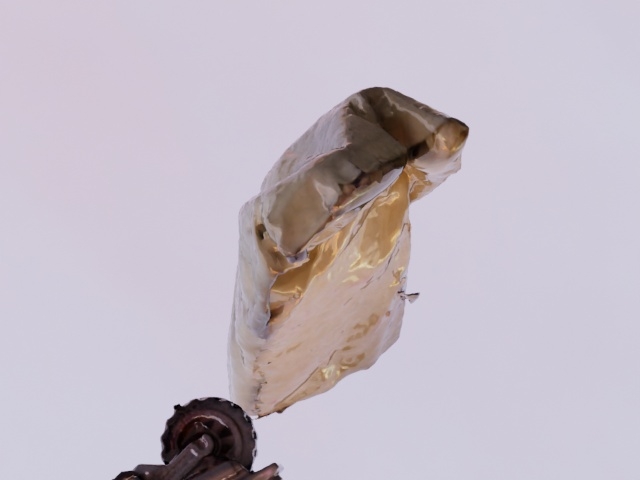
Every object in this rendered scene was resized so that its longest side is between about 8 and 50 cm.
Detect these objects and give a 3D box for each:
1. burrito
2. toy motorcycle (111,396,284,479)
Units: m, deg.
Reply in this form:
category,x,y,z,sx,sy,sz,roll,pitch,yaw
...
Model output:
category,x,y,z,sx,sy,sz,roll,pitch,yaw
burrito,0.002,-0.002,1.522,0.190,0.332,0.135,-24,-115,-21
toy motorcycle,-0.109,0.207,1.236,0.122,0.215,0.080,44,179,12
